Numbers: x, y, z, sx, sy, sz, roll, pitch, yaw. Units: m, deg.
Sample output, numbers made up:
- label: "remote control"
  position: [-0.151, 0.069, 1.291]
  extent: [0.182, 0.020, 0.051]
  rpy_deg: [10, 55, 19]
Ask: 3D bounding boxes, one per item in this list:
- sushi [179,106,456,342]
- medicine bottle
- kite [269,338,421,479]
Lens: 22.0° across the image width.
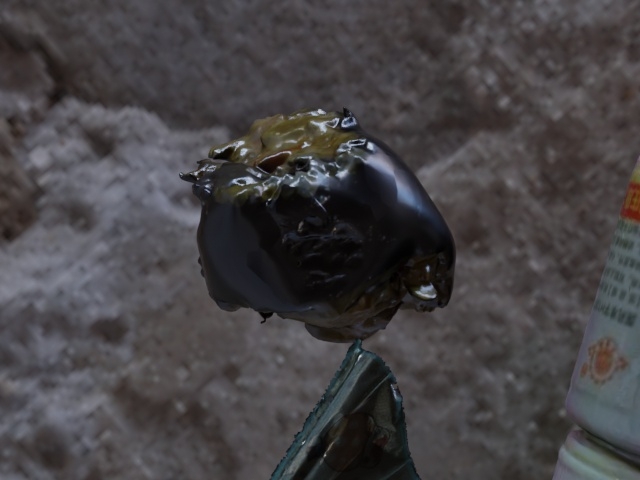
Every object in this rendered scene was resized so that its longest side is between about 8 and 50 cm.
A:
- label: "sushi"
  position: [-0.001, -0.003, 1.437]
  extent: [0.200, 0.213, 0.204]
  rpy_deg: [-129, -159, -65]
- label: "medicine bottle"
  position: [0.351, 0.124, 1.543]
  extent: [0.219, 0.388, 0.219]
  rpy_deg: [14, 6, -1]
- label: "kite"
  position: [0.043, 0.180, 0.770]
  extent: [0.011, 0.314, 0.335]
  rpy_deg: [-125, -166, -55]
